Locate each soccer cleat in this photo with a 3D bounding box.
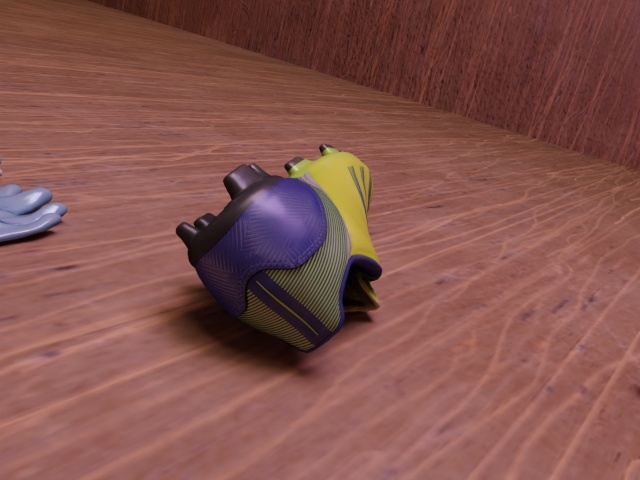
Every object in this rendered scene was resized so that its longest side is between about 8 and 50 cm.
[{"bbox_3d":[-0.001,0.001,0.472,0.121,0.093,0.289,47,17,2],"label":"soccer cleat"}]

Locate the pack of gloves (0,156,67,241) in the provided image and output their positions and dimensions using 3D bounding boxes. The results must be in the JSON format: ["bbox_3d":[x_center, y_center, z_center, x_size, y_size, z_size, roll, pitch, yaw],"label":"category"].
[{"bbox_3d":[-0.295,-0.046,0.408,0.195,0.046,0.232,25,21,27],"label":"pack of gloves"}]
